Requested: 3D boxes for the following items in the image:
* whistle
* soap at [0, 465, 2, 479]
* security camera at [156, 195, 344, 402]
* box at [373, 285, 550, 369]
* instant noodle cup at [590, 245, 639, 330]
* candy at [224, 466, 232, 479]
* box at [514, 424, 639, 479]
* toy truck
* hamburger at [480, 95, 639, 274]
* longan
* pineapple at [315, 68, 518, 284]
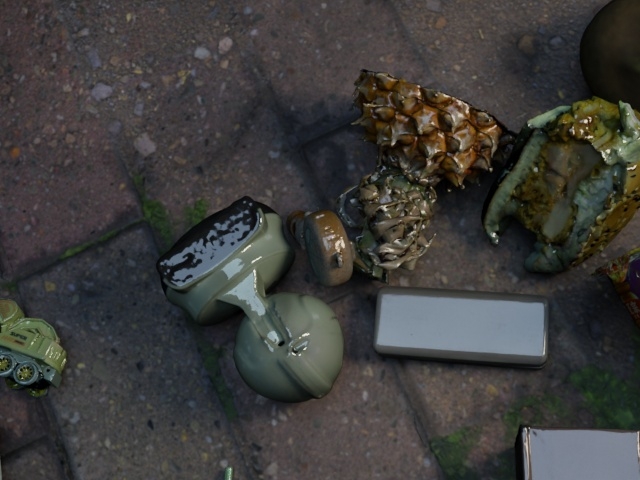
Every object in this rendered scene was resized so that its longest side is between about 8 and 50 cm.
[{"bbox_3d":[0.000,0.000,1.496,0.057,0.220,0.107,-16,108,-14],"label":"whistle"},{"bbox_3d":[-0.554,0.413,1.480,0.208,0.115,0.346,-12,71,5],"label":"soap"},{"bbox_3d":[-0.076,0.100,1.473,0.197,0.191,0.277,-38,74,-4],"label":"security camera"},{"bbox_3d":[0.199,0.123,1.496,0.244,0.055,0.103,3,74,10],"label":"box"},{"bbox_3d":[0.547,0.095,1.334,0.340,0.340,0.265,-21,81,1],"label":"instant noodle cup"},{"bbox_3d":[-0.137,0.453,1.440,0.084,0.078,0.287,-8,63,18],"label":"candy"},{"bbox_3d":[0.330,0.371,1.331,0.153,0.188,0.252,-2,70,8],"label":"box"},{"bbox_3d":[-0.464,0.150,1.568,0.191,0.085,0.116,19,67,10],"label":"toy truck"},{"bbox_3d":[0.362,-0.088,1.458,0.192,0.288,0.167,-28,64,-34],"label":"hamburger"},{"bbox_3d":[0.495,-0.253,1.479,0.246,0.246,0.215,-14,103,4],"label":"longan"},{"bbox_3d":[0.113,-0.073,1.503,0.263,0.262,0.271,24,91,15],"label":"pineapple"}]
